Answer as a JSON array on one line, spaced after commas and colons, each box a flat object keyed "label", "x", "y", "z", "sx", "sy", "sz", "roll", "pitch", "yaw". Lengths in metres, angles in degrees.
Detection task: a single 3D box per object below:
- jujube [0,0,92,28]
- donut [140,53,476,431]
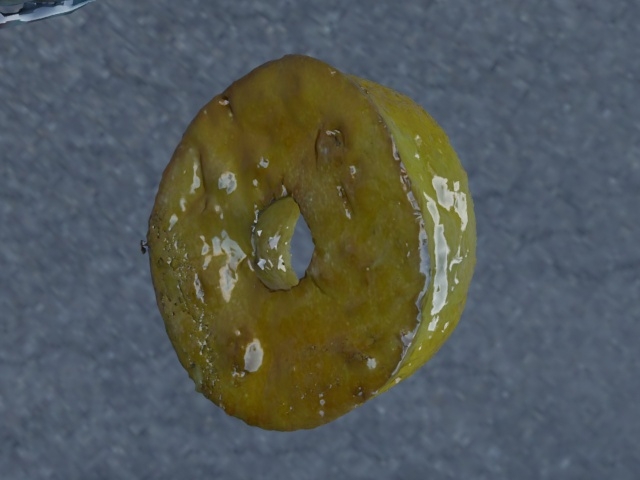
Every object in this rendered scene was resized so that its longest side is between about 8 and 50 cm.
[{"label": "jujube", "x": -0.115, "y": -0.236, "z": 0.569, "sx": 0.226, "sy": 0.226, "sz": 0.317, "roll": -22, "pitch": 101, "yaw": -28}, {"label": "donut", "x": -0.002, "y": 0.001, "z": 1.222, "sx": 0.108, "sy": 0.277, "sz": 0.278, "roll": -7, "pitch": 123, "yaw": -48}]
